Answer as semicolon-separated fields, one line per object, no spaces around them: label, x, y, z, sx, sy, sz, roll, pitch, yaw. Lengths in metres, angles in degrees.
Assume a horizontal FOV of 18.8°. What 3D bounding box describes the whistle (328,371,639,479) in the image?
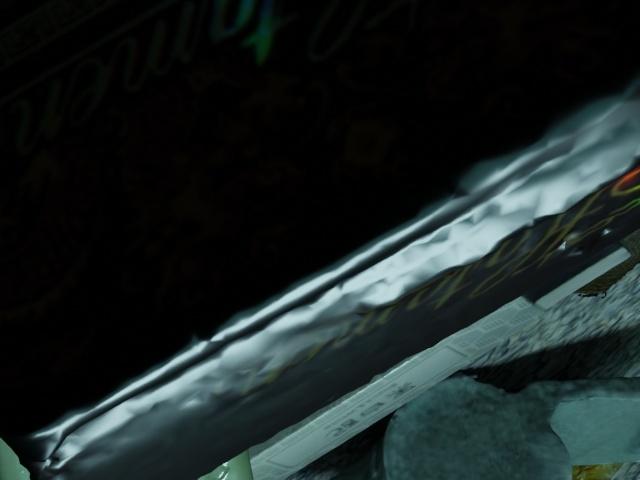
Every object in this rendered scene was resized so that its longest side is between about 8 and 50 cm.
whistle;0.185;0.220;1.933;0.405;0.188;0.168;-33;158;-31

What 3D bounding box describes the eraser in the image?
eraser;0.052;0.075;1.574;0.404;0.098;0.096;-33;157;12

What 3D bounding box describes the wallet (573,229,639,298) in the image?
wallet;0.288;-0.031;1.698;0.133;0.039;0.243;-5;146;-49

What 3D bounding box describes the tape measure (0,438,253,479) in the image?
tape measure;-0.151;0.145;1.375;0.207;0.115;0.235;-23;129;-19

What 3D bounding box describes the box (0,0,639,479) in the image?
box;-0.055;-0.149;0.628;0.264;0.415;0.116;-29;156;1

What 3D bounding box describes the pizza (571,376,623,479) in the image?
pizza;0.252;0.259;2.170;0.223;0.089;0.323;-2;145;-40
